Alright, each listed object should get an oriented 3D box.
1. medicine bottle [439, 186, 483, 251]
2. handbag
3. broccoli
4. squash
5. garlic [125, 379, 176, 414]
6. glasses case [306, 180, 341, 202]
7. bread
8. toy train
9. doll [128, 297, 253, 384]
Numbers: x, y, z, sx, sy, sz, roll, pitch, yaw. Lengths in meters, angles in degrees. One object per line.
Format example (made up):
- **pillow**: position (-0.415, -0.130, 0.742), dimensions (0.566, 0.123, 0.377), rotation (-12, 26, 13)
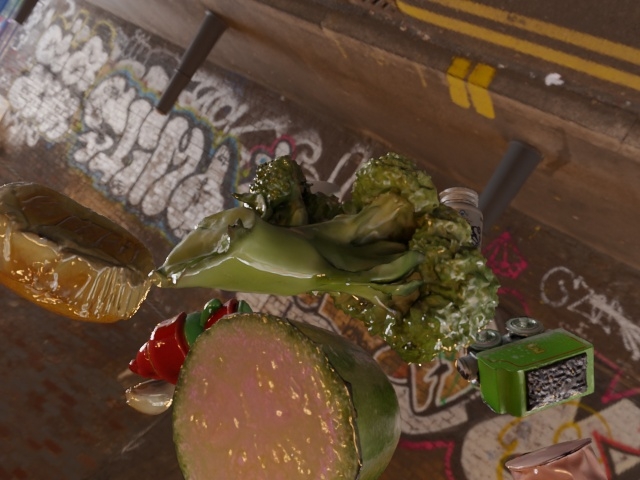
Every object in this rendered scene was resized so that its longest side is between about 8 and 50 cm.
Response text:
- **medicine bottle**: position (0.295, -0.013, 1.074), dimensions (0.107, 0.191, 0.107), rotation (9, 162, 3)
- **handbag**: position (0.511, 0.506, 1.057), dimensions (0.179, 0.205, 0.116), rotation (120, 136, -61)
- **broccoli**: position (0.017, -0.017, 0.493), dimensions (0.302, 0.186, 0.254), rotation (30, -168, -27)
- **squash**: position (-0.013, 0.250, 0.771), dimensions (0.310, 0.310, 0.309), rotation (33, -166, 26)
- **garlic**: position (-0.510, 0.484, 1.563), dimensions (0.207, 0.128, 0.115), rotation (-5, -102, -82)
- **glasses case**: position (-0.051, -0.053, 0.896), dimensions (0.092, 0.059, 0.233), rotation (18, -144, 32)
- **bread**: position (-0.576, 0.038, 1.119), dimensions (0.389, 0.183, 0.236), rotation (33, -154, -9)
- **toy train**: position (0.525, 0.324, 1.287), dimensions (0.308, 0.173, 0.249), rotation (-13, -163, -12)
- **doll**: position (-0.313, 0.260, 1.186), dimensions (0.182, 0.363, 0.160), rotation (57, -158, -30)
